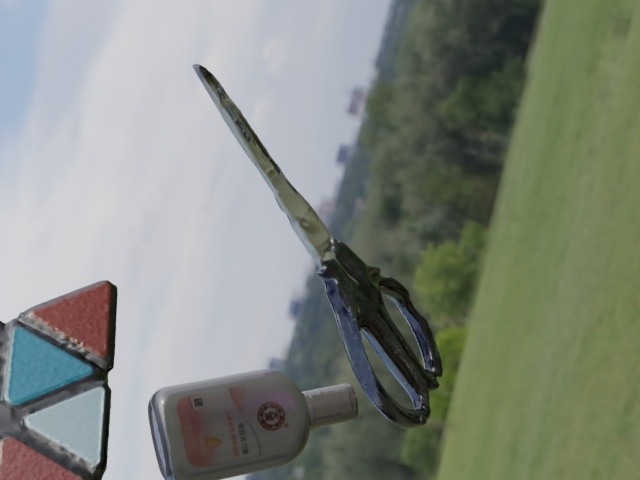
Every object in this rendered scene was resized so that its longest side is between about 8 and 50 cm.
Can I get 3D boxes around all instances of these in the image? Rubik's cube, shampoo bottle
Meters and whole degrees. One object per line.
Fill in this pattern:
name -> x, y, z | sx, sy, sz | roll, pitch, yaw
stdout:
Rubik's cube -> -0.290, 0.125, 1.260 | 0.284, 0.234, 0.250 | 2, 76, 68
shampoo bottle -> -0.050, 0.142, 1.284 | 0.040, 0.165, 0.080 | 138, 120, -65

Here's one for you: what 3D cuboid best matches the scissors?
scissors -> 0.000, 0.000, 1.099 | 0.300, 0.022, 0.109 | 57, -150, -22
